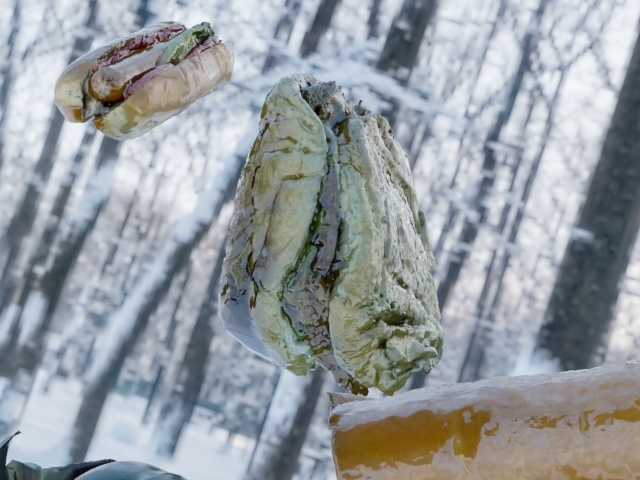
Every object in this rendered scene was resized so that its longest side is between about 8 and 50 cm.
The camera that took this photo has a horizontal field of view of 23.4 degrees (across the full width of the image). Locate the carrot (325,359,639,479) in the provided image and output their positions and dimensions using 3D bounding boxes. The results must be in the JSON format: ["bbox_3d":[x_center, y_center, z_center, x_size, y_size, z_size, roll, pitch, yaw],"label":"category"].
[{"bbox_3d":[0.147,0.174,1.115,0.254,0.196,0.196,-16,-15,11],"label":"carrot"}]

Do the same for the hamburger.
[{"bbox_3d":[0.000,0.000,1.041,0.130,0.206,0.183,-11,-27,15],"label":"hamburger"}]

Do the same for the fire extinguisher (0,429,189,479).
[{"bbox_3d":[-0.013,0.141,0.520,0.311,0.095,0.114,18,-45,23],"label":"fire extinguisher"}]

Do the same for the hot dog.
[{"bbox_3d":[-0.133,-0.138,1.237,0.092,0.062,0.235,17,24,10],"label":"hot dog"}]
